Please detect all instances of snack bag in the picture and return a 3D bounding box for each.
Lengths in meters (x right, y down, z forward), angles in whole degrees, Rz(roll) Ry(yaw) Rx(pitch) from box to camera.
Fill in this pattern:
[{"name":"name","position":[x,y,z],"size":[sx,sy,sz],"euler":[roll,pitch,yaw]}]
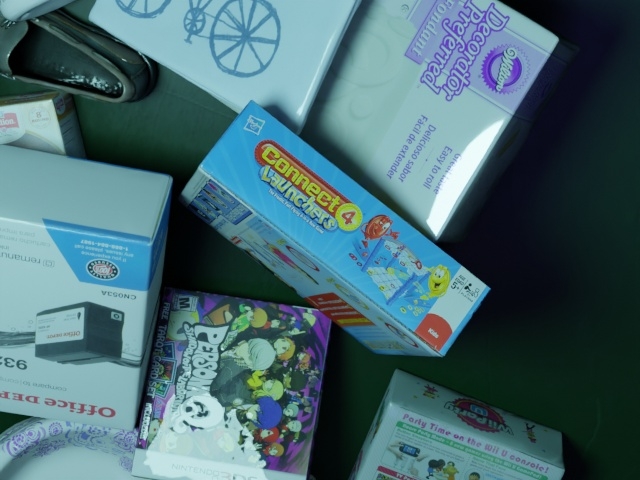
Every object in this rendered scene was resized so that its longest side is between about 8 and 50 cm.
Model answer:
[{"name":"snack bag","position":[-0.069,-0.319,1.361],"size":[0.323,0.037,0.342],"euler":[32,102,30]}]

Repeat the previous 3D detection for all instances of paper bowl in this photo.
[{"name":"paper bowl","position":[-0.309,0.351,1.632],"size":[0.284,0.148,0.284],"euler":[2,85,-21]}]

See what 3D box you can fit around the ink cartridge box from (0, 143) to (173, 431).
[{"name":"ink cartridge box","position":[-0.299,0.060,1.508],"size":[0.223,0.129,0.307],"euler":[9,130,-3]}]

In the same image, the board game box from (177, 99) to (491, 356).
[{"name":"board game box","position":[0.000,0.000,1.413],"size":[0.302,0.308,0.086],"euler":[38,80,-6]}]

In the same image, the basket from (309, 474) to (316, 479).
[{"name":"basket","position":[-0.086,0.356,1.658],"size":[0.103,0.113,0.167],"euler":[28,111,-6]}]

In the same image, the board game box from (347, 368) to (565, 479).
[{"name":"board game box","position":[0.138,0.340,1.625],"size":[0.224,0.097,0.303],"euler":[21,113,0]}]

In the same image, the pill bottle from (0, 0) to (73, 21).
[{"name":"pill bottle","position":[-0.331,-0.355,1.427],"size":[0.117,0.117,0.215],"euler":[-23,97,16]}]

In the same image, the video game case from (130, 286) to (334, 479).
[{"name":"video game case","position":[-0.103,0.183,1.576],"size":[0.210,0.042,0.232],"euler":[9,80,6]}]

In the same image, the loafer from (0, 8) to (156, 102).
[{"name":"loafer","position":[-0.321,-0.219,1.500],"size":[0.267,0.084,0.096],"euler":[17,111,2]}]

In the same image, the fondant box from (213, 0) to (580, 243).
[{"name":"fondant box","position":[0.062,-0.182,1.369],"size":[0.330,0.096,0.238],"euler":[35,103,19]}]

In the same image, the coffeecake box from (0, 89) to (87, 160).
[{"name":"coffeecake box","position":[-0.352,-0.077,1.565],"size":[0.142,0.068,0.185],"euler":[-7,108,11]}]
